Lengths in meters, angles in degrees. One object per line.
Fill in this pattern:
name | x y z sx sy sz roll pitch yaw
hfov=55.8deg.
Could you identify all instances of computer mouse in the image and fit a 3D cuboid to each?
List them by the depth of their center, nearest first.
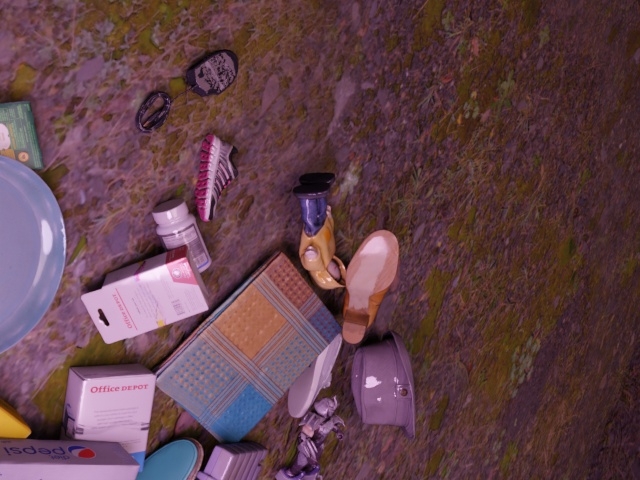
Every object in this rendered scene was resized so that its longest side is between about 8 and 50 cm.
computer mouse | -0.253 -0.284 1.146 0.242 0.041 0.071 -40 123 -19

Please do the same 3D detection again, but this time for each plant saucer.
plant saucer | -0.519 0.026 0.904 0.317 0.044 0.317 10 90 -67

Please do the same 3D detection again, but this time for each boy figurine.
boy figurine | 0.000 0.000 1.340 0.177 0.092 0.285 -66 151 -57

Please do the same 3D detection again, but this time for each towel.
towel | -0.144 0.235 1.294 0.370 0.040 0.271 -46 120 -17

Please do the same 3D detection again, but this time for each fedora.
fedora | 0.147 0.363 1.503 0.124 0.244 0.275 -5 106 -9

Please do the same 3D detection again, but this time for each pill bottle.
pill bottle | -0.266 -0.006 1.154 0.078 0.078 0.137 -32 117 -31

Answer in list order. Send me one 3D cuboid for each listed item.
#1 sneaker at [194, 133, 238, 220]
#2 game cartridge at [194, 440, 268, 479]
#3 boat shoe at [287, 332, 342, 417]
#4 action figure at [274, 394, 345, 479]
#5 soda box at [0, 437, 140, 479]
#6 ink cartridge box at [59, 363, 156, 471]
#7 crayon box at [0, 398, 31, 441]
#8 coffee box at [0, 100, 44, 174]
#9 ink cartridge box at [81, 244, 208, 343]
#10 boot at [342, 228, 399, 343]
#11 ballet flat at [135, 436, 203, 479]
sneaker | -0.200 -0.120 1.196 0.075 0.063 0.170 8 88 -34
game cartridge | -0.235 0.589 1.238 0.355 0.068 0.230 -66 156 -10
boat shoe | -0.004 0.313 1.429 0.081 0.079 0.227 28 77 -35
action figure | -0.014 0.479 1.407 0.185 0.099 0.285 -6 120 -56
soda box | -0.440 0.378 0.953 0.286 0.091 0.098 24 85 -46
ink cartridge box | -0.392 0.330 1.110 0.139 0.082 0.190 7 93 -41
crayon box | -0.674 0.318 0.860 0.363 0.106 0.313 -49 126 -23
coffee box | -0.535 -0.151 0.929 0.184 0.040 0.113 -18 110 -37
ink cartridge box | -0.318 0.100 1.108 0.198 0.067 0.115 -19 113 -3
boot | 0.114 0.075 1.399 0.211 0.104 0.295 -65 171 -65
ballet flat | -0.356 0.538 1.172 0.348 0.123 0.123 -47 124 -24
